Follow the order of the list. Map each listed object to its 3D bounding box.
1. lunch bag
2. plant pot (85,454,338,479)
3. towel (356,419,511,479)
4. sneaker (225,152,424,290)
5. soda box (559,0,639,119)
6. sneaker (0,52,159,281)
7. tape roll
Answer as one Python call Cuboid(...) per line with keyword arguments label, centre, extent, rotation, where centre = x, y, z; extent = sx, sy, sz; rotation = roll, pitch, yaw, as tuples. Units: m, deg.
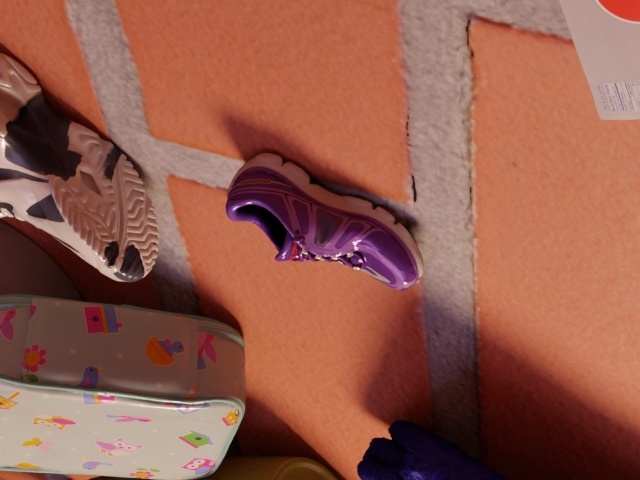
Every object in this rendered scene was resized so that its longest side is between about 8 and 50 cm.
Cuboid(label="lunch bag", centre=(-0.221, 0.151, 1.334), extent=(0.279, 0.108, 0.224), rotation=(8, 148, -11))
Cuboid(label="plant pot", centre=(-0.109, 0.343, 1.470), extent=(0.293, 0.275, 0.275), rotation=(-28, 117, 33))
Cuboid(label="towel", centre=(0.190, 0.258, 1.225), extent=(0.308, 0.076, 0.227), rotation=(30, 170, -4))
Cuboid(label="sneaker", centre=(0.000, 0.000, 1.090), extent=(0.170, 0.071, 0.068), rotation=(27, 145, 4))
Cuboid(label="soda box", centre=(0.160, -0.199, 0.700), extent=(0.091, 0.098, 0.286), rotation=(1, 136, 34))
Cuboid(label="sneaker", centre=(-0.255, -0.045, 1.202), extent=(0.235, 0.094, 0.153), rotation=(42, 145, -17))
Cuboid(label="tape roll", centre=(-0.357, 0.061, 1.427), extent=(0.219, 0.072, 0.219), rotation=(20, 145, 15))
